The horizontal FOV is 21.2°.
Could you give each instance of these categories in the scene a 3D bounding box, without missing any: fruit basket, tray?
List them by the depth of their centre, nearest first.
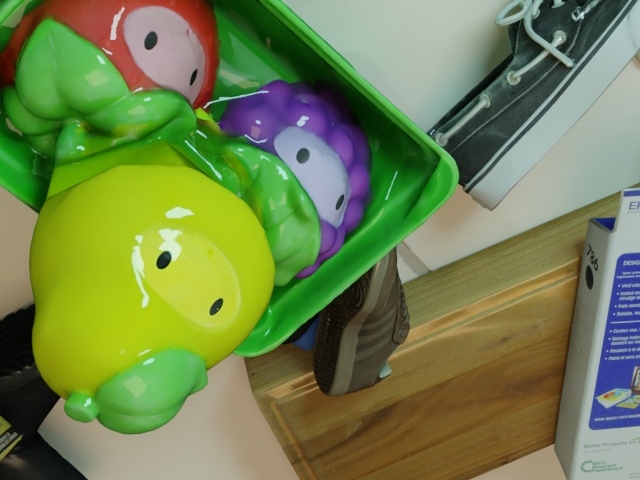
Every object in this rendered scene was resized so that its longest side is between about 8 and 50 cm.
[{"bbox_3d":[-0.099,-0.047,1.253,0.283,0.392,0.392,-41,122,16],"label":"fruit basket"},{"bbox_3d":[0.158,0.115,1.594,0.411,0.076,0.203,-23,125,5],"label":"tray"}]

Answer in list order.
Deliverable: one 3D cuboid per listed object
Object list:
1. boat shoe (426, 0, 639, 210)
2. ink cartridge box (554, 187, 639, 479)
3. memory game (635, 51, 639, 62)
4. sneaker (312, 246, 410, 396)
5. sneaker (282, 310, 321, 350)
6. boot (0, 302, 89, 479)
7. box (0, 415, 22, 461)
[{"bbox_3d":[0.195,-0.163,1.394,0.105,0.113,0.306,40,124,0],"label":"boat shoe"},{"bbox_3d":[0.310,0.073,1.516,0.165,0.065,0.332,-3,125,-10],"label":"ink cartridge box"},{"bbox_3d":[0.311,-0.226,1.433,0.186,0.012,0.186,-6,125,-8],"label":"memory game"},{"bbox_3d":[0.044,0.055,1.455,0.071,0.066,0.188,-9,139,-27],"label":"sneaker"},{"bbox_3d":[0.000,0.000,1.476,0.090,0.081,0.232,16,120,-29],"label":"sneaker"},{"bbox_3d":[-0.250,0.176,1.531,0.246,0.094,0.207,-29,121,16],"label":"boot"},{"bbox_3d":[-0.367,0.124,1.430,0.232,0.058,0.087,43,111,1],"label":"box"}]
